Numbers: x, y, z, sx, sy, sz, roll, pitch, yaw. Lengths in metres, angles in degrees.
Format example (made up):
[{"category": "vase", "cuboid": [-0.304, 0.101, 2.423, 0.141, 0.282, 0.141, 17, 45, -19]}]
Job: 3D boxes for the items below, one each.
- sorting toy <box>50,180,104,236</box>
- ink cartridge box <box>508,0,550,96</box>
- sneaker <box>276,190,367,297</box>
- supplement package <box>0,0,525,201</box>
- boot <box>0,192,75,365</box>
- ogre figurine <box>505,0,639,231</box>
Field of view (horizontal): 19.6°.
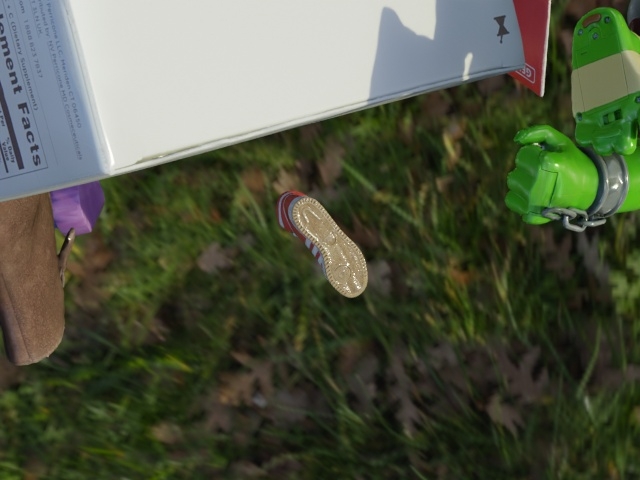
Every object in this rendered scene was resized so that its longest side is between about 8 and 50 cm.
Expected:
[{"category": "sorting toy", "cuboid": [-0.331, -0.170, 1.879, 0.126, 0.127, 0.365, -10, 107, 17]}, {"category": "ink cartridge box", "cuboid": [0.109, -0.299, 1.683, 0.066, 0.261, 0.296, -13, 33, -26]}, {"category": "sneaker", "cuboid": [0.000, 0.000, 1.773, 0.042, 0.067, 0.118, -37, 114, -10]}, {"category": "supplement package", "cuboid": [-0.062, -0.141, 0.817, 0.145, 0.262, 0.204, -10, 96, 45]}, {"category": "boot", "cuboid": [-0.201, -0.075, 1.066, 0.090, 0.207, 0.248, -12, 42, -2]}, {"category": "ogre figurine", "cuboid": [0.162, -0.089, 0.773, 0.097, 0.118, 0.197, 12, 89, 43]}]
